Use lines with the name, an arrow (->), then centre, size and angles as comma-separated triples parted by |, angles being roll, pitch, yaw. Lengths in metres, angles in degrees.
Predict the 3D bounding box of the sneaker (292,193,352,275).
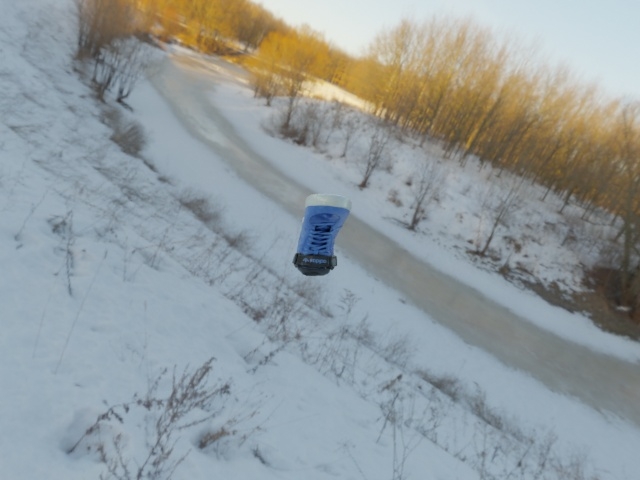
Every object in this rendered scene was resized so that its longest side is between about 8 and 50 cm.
sneaker -> 0.001, 0.000, 0.579 | 0.058, 0.084, 0.152 | 6, -13, -10
